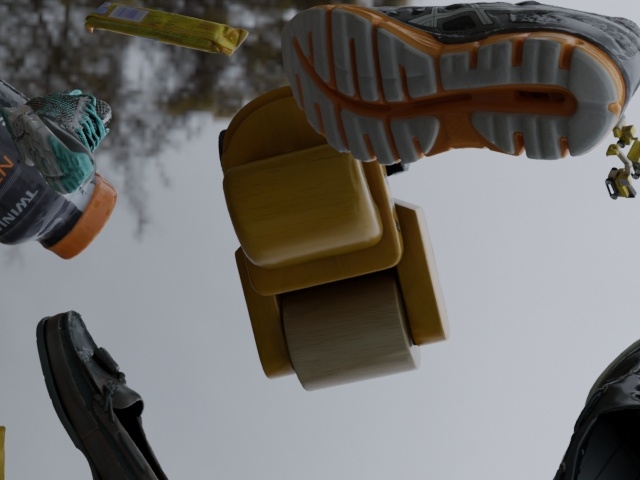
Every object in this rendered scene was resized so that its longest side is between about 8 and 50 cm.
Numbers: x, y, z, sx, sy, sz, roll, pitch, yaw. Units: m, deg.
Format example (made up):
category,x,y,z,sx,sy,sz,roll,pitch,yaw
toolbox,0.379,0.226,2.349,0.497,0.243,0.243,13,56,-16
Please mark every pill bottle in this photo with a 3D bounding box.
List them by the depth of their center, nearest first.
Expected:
category,x,y,z,sx,sy,sz,roll,pitch,yaw
pill bottle,-0.310,-0.082,1.533,0.130,0.246,0.130,-41,-153,26

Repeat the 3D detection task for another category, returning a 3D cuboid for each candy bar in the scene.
category,x,y,z,sx,sy,sz,roll,pitch,yaw
candy bar,-0.143,-0.193,1.481,0.161,0.040,0.018,13,-44,25

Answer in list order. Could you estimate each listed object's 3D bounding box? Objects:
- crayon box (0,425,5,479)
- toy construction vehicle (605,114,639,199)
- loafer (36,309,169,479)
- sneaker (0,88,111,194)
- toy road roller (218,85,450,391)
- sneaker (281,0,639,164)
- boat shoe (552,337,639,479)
category,x,y,z,sx,sy,sz,roll,pitch,yaw
crayon box,-0.418,0.227,1.573,0.318,0.202,0.081,150,-60,-66
toy construction vehicle,0.370,-0.096,1.951,0.035,0.086,0.098,5,-43,35
loafer,-0.187,0.183,1.559,0.084,0.096,0.267,-26,-102,15
sneaker,-0.195,-0.087,1.269,0.166,0.076,0.065,38,-29,60
toy road roller,0.000,0.000,1.707,0.240,0.202,0.329,-37,114,-79
sneaker,0.072,-0.088,0.851,0.215,0.083,0.084,12,-57,35
boat shoe,0.260,0.180,1.331,0.127,0.340,0.113,48,-31,2
